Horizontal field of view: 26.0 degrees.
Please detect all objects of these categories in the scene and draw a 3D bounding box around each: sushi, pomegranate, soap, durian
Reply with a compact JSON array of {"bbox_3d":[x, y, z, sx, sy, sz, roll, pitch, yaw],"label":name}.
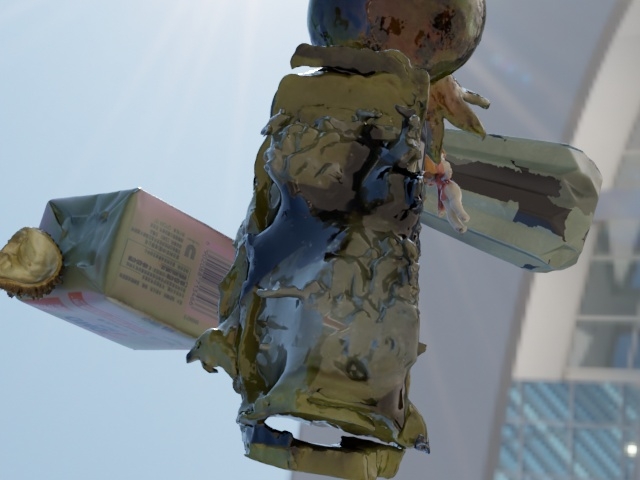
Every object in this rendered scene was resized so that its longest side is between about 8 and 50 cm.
[{"bbox_3d":[-0.001,0.004,0.807,0.131,0.139,0.291,103,173,-58],"label":"sushi"},{"bbox_3d":[0.074,-0.168,1.212,0.156,0.156,0.220,-34,-68,-51],"label":"pomegranate"},{"bbox_3d":[-0.215,0.039,1.610,0.199,0.182,0.138,30,-113,-40],"label":"soap"},{"bbox_3d":[-0.314,0.028,1.509,0.130,0.052,0.066,-69,-33,-59],"label":"durian"}]

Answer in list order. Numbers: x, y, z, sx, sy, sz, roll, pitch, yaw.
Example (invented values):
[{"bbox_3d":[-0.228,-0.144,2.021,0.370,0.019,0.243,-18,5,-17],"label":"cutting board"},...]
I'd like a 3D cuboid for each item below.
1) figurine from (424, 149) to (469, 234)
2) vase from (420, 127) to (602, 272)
[{"bbox_3d":[0.119,-0.053,1.388,0.047,0.109,0.064,-10,-41,-18],"label":"figurine"},{"bbox_3d":[0.154,-0.076,1.694,0.165,0.360,0.165,17,-90,-84],"label":"vase"}]
